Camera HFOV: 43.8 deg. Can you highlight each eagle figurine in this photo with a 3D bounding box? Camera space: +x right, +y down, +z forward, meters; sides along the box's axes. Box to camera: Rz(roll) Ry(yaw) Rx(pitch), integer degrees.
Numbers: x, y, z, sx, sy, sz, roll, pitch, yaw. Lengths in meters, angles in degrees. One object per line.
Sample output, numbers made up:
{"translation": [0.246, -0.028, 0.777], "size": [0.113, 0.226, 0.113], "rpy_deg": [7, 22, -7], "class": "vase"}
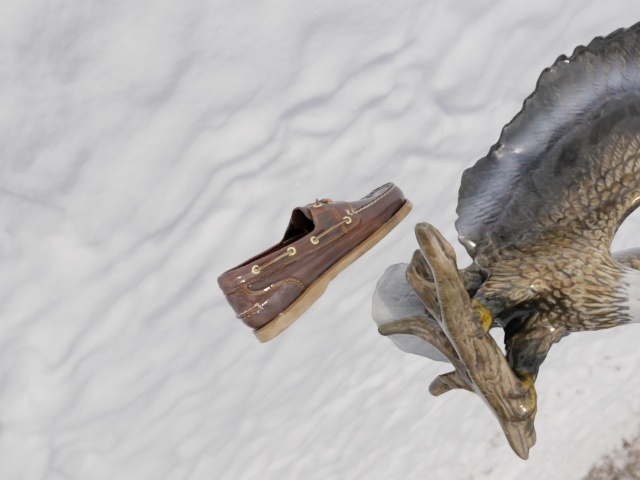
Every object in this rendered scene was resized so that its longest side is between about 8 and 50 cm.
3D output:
{"translation": [0.200, 0.011, 0.587], "size": [0.298, 0.225, 0.226], "rpy_deg": [-41, 159, -27], "class": "eagle figurine"}

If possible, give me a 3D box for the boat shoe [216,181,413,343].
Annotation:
{"translation": [0.000, 0.000, 0.698], "size": [0.207, 0.073, 0.073], "rpy_deg": [-40, -175, -34], "class": "boat shoe"}
